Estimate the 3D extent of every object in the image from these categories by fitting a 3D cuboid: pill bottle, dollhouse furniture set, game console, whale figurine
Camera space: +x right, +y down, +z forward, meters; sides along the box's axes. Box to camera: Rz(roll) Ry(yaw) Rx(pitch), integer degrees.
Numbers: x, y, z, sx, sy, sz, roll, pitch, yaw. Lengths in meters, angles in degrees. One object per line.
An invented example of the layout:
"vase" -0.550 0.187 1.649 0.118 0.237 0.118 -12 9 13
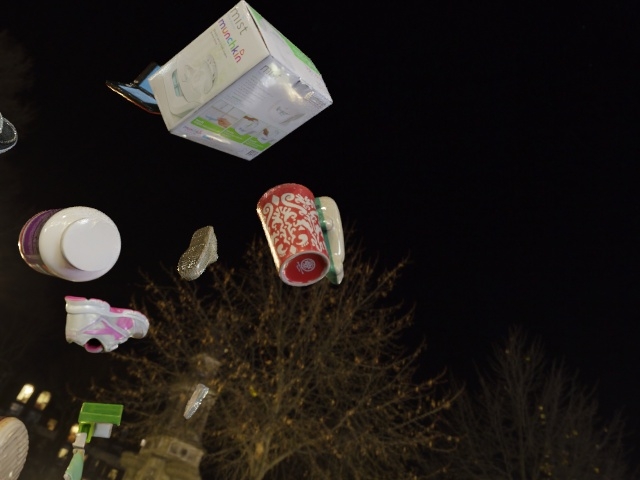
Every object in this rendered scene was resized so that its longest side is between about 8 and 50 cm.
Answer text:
"pill bottle" -0.624 0.008 1.208 0.323 0.181 0.181 1 -36 48
"dollhouse furniture set" -0.350 0.326 0.736 0.059 0.151 0.076 14 4 -18
"game console" -0.373 -0.345 1.068 0.144 0.124 0.085 33 -72 15
"whale figurine" 0.000 0.000 1.457 0.141 0.271 0.216 -10 -26 0

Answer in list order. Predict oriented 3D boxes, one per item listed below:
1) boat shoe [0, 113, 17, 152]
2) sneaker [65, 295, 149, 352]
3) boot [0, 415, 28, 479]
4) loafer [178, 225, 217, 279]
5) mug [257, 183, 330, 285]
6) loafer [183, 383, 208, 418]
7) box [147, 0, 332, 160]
"boat shoe" -0.821 -0.277 1.142 0.119 0.335 0.120 -11 -87 3
"sneaker" -0.503 0.207 1.121 0.103 0.111 0.252 2 -19 21
"boot" -0.452 0.250 0.520 0.207 0.090 0.248 31 -76 -1
"loafer" -0.397 0.051 1.623 0.102 0.268 0.092 -18 -59 16
"mug" -0.033 -0.003 0.888 0.150 0.169 0.113 25 -59 -37
"loafer" -0.445 0.566 1.697 0.039 0.125 0.045 29 -12 25
"box" -0.139 -0.282 0.919 0.231 0.126 0.262 -31 -14 21
